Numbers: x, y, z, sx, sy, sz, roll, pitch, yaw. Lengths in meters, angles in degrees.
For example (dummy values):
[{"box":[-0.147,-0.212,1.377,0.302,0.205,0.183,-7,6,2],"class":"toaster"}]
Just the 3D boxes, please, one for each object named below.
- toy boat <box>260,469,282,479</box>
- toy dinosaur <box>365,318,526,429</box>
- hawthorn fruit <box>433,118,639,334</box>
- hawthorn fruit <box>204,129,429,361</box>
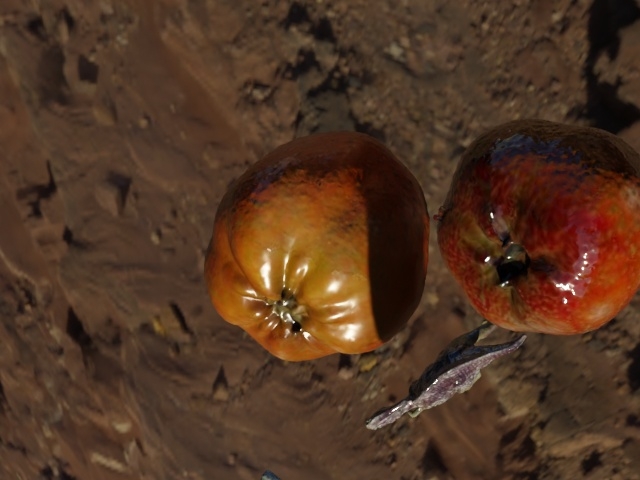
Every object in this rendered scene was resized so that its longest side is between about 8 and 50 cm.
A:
[{"box":[0.042,0.364,1.364,0.319,0.141,0.092,46,73,-19],"class":"toy boat"},{"box":[0.203,0.221,1.950,0.294,0.162,0.077,-44,82,11],"class":"toy dinosaur"},{"box":[0.326,-0.024,1.571,0.369,0.285,0.284,-9,65,-47],"class":"hawthorn fruit"},{"box":[0.000,0.000,0.946,0.189,0.189,0.189,3,68,-6],"class":"hawthorn fruit"}]
